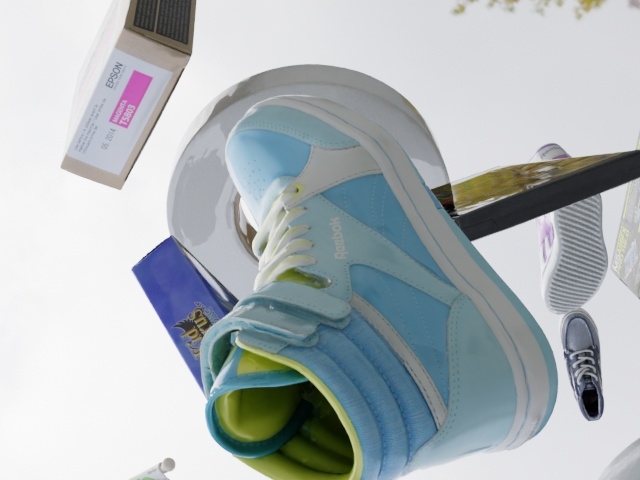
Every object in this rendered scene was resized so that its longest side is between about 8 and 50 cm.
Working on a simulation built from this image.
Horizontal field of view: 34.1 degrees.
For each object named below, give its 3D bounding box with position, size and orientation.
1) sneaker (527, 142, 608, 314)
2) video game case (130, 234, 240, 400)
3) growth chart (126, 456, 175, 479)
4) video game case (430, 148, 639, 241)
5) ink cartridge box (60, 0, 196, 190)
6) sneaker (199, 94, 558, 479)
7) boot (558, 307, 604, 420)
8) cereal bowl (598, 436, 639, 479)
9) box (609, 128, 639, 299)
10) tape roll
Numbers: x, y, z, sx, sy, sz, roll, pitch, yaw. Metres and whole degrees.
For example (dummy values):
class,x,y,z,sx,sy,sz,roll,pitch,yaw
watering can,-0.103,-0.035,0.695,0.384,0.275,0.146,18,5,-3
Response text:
class,x,y,z,sx,sy,sz,roll,pitch,yaw
sneaker,0.375,-0.025,1.630,0.102,0.282,0.161,-12,-140,-8
video game case,-0.057,0.147,1.046,0.244,0.061,0.269,49,-179,-45
growth chart,-0.157,0.356,1.144,0.021,0.172,0.237,-6,-116,-43
video game case,0.190,-0.046,1.209,0.275,0.248,0.035,-20,-81,-29
ink cartridge box,-0.237,-0.214,1.292,0.088,0.235,0.193,20,-140,-21
sneaker,-0.018,0.024,0.667,0.208,0.127,0.319,-16,-130,-36
boot,0.456,0.212,1.791,0.069,0.190,0.086,-14,-161,9
cereal bowl,0.348,0.247,0.918,0.339,0.339,0.141,6,-139,-32
box,0.524,-0.039,1.561,0.060,0.270,0.216,4,-161,-7
tape roll,-0.016,-0.049,1.428,0.392,0.392,0.072,21,-152,-16
